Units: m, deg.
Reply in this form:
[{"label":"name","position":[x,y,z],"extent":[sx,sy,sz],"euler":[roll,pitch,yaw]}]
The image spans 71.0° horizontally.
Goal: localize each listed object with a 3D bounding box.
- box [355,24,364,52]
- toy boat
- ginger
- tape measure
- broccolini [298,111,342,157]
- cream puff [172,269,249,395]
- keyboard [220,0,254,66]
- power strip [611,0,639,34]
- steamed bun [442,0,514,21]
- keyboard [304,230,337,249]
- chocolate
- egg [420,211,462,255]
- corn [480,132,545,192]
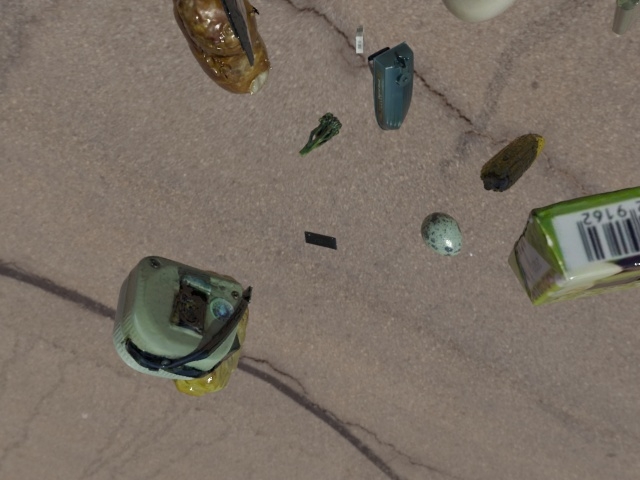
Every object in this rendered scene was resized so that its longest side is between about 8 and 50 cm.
[{"label":"box","position":[0.125,-0.637,1.418],"extent":[0.024,0.083,0.054],"euler":[0,138,9]},{"label":"toy boat","position":[0.166,-0.350,1.060],"extent":[0.093,0.103,0.246],"euler":[-32,150,-11]},{"label":"ginger","position":[-0.220,-0.475,1.080],"extent":[0.176,0.418,0.254],"euler":[-36,69,-1]},{"label":"tape measure","position":[-0.219,0.140,0.774],"extent":[0.235,0.207,0.115],"euler":[24,126,-34]},{"label":"broccolini","position":[0.004,-0.352,1.525],"extent":[0.068,0.202,0.091],"euler":[6,144,41]},{"label":"cream puff","position":[-0.351,0.240,1.224],"extent":[0.257,0.291,0.324],"euler":[8,78,14]},{"label":"keyboard","position":[-0.079,-0.217,0.341],"extent":[0.015,0.196,0.074],"euler":[-14,78,1]},{"label":"power strip","position":[0.605,-0.463,0.854],"extent":[0.034,0.268,0.092],"euler":[45,119,15]},{"label":"steamed bun","position":[0.450,-0.711,1.129],"extent":[0.206,0.324,0.324],"euler":[35,116,2]},{"label":"keyboard","position":[0.000,0.000,1.717],"extent":[0.155,0.010,0.053],"euler":[14,121,37]},{"label":"chocolate","position":[0.533,0.016,0.832],"extent":[0.301,0.137,0.289],"euler":[-11,160,10]},{"label":"egg","position":[0.433,-0.021,1.593],"extent":[0.132,0.132,0.172],"euler":[-39,80,21]},{"label":"corn","position":[0.528,-0.217,1.234],"extent":[0.262,0.097,0.097],"euler":[-41,118,-24]}]
